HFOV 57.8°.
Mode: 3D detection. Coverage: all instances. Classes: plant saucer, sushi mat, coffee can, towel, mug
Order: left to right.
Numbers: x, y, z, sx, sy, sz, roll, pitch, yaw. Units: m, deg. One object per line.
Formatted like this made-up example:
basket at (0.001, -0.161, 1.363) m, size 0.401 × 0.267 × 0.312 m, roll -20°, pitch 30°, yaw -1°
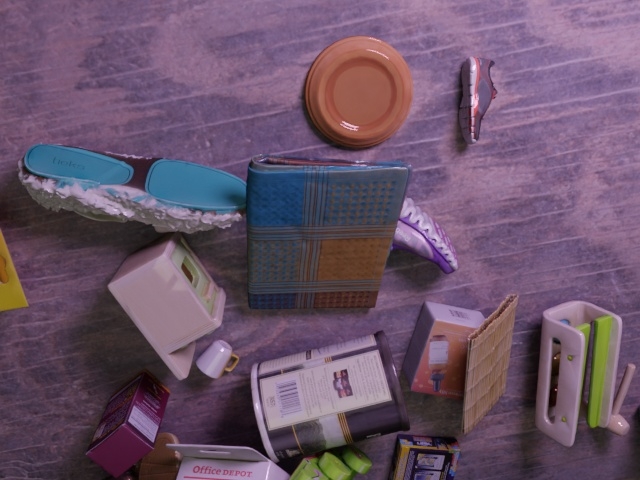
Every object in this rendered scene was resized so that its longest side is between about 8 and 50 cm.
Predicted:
mug at (-0.213, 0.242, 1.208) m, size 0.062 × 0.078 × 0.064 m, roll 37°, pitch 96°, yaw 18°
towel at (0.000, 0.000, 1.062) m, size 0.272 × 0.040 × 0.370 m, roll 1°, pitch 135°, yaw -6°
coffee can at (0.020, 0.311, 1.166) m, size 0.276 × 0.201 × 0.201 m, roll -14°, pitch 110°, yaw 2°
plant saucer at (0.071, -0.264, 1.047) m, size 0.200 × 0.037 × 0.199 m, roll -1°, pitch 109°, yaw -3°
sushi mat at (0.339, 0.259, 1.177) m, size 0.151 × 0.019 × 0.316 m, roll -35°, pitch 137°, yaw -29°

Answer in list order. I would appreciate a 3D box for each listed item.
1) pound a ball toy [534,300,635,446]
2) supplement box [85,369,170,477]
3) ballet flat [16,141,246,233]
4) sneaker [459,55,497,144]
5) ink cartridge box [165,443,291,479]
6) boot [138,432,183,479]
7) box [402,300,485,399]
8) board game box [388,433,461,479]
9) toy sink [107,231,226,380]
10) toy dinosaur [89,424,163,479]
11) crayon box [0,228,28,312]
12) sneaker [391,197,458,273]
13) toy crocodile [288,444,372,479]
pound a ball toy at (0.563, 0.288, 1.251) m, size 0.208 × 0.136 × 0.319 m, roll -14°, pitch 112°, yaw -26°
supplement box at (-0.379, 0.361, 1.162) m, size 0.104 × 0.188 × 0.081 m, roll -39°, pitch 108°, yaw 10°
ballet flat at (-0.328, -0.082, 1.055) m, size 0.409 × 0.147 × 0.146 m, roll 12°, pitch 109°, yaw -5°
sneaker at (0.294, -0.254, 1.057) m, size 0.065 × 0.061 × 0.157 m, roll -5°, pitch 111°, yaw -9°
ink cartridge box at (-0.158, 0.524, 1.165) m, size 0.207 × 0.119 × 0.353 m, roll -6°, pitch 141°, yaw 22°
boot at (-0.287, 0.535, 1.250) m, size 0.095 × 0.203 × 0.261 m, roll -14°, pitch 79°, yaw 18°
box at (0.263, 0.230, 1.211) m, size 0.130 × 0.091 × 0.170 m, roll 12°, pitch 108°, yaw -8°
board game box at (0.236, 0.535, 1.343) m, size 0.141 × 0.048 × 0.170 m, roll 7°, pitch 110°, yaw -4°
toy sink at (-0.265, 0.118, 1.102) m, size 0.131 × 0.153 × 0.234 m, roll -28°, pitch 108°, yaw 6°
toy dinosaur at (-0.437, 0.535, 1.208) m, size 0.127 × 0.295 × 0.200 m, roll -11°, pitch 112°, yaw 32°
crayon box at (-0.718, 0.052, 1.083) m, size 0.319 × 0.081 × 0.202 m, roll -9°, pitch 110°, yaw 0°
sneaker at (0.166, -0.013, 1.122) m, size 0.236 × 0.095 × 0.104 m, roll 43°, pitch 108°, yaw -12°
toy crocodile at (0.010, 0.473, 1.173) m, size 0.105 × 0.340 × 0.115 m, roll 35°, pitch 93°, yaw 26°
